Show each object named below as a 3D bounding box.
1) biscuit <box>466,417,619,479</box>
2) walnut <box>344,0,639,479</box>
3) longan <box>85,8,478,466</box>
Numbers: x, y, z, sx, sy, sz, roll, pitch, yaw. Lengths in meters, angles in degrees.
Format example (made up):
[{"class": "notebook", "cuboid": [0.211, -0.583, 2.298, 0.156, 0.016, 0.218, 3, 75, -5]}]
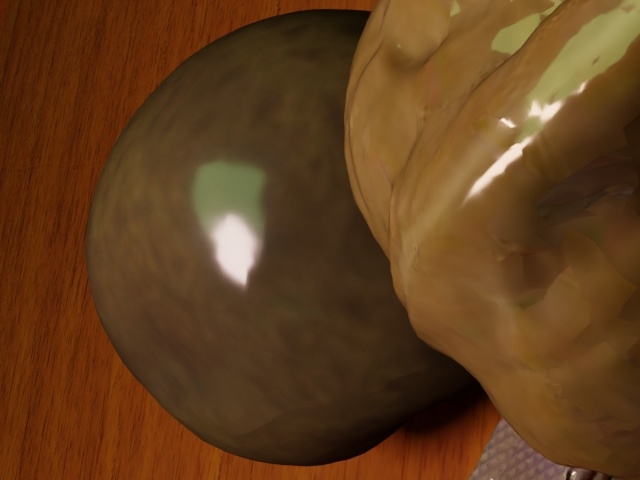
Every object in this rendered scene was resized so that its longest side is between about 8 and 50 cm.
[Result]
[{"class": "biscuit", "cuboid": [0.149, 0.153, 0.962, 0.239, 0.062, 0.108, -61, 25, -4]}, {"class": "walnut", "cuboid": [0.202, -0.055, 0.758, 0.383, 0.384, 0.383, -38, 43, 48]}, {"class": "longan", "cuboid": [0.000, 0.000, 1.114, 0.361, 0.361, 0.361, -38, 43, 48]}]
